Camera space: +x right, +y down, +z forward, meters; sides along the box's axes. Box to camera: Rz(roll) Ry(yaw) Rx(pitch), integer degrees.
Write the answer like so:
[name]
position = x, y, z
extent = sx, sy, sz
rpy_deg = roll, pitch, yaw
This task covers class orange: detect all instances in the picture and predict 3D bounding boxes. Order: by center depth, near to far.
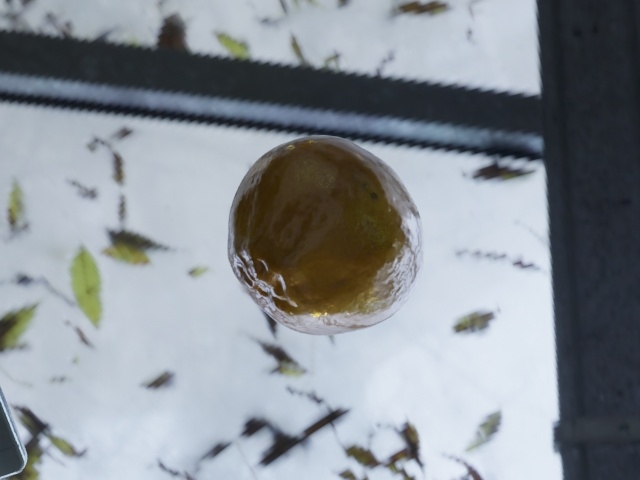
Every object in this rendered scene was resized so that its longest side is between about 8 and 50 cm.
[orange]
position = 0.000, 0.000, 1.379
extent = 0.159, 0.159, 0.136
rpy_deg = 33, -127, 27

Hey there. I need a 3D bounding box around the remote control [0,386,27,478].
[remote control]
position = -0.266, 0.088, 1.327
extent = 0.050, 0.027, 0.184
rpy_deg = -19, -84, 15
